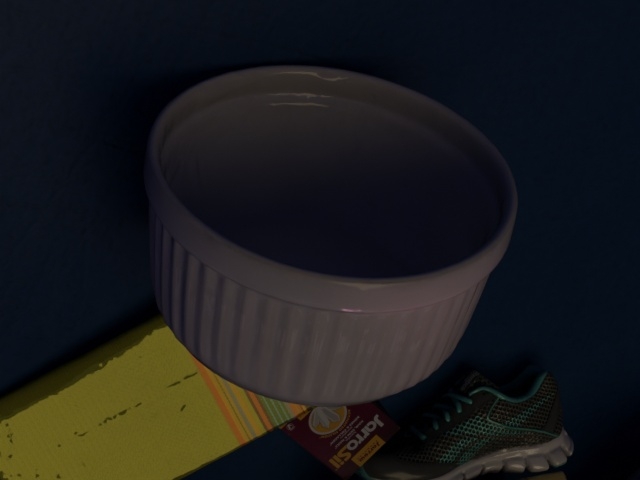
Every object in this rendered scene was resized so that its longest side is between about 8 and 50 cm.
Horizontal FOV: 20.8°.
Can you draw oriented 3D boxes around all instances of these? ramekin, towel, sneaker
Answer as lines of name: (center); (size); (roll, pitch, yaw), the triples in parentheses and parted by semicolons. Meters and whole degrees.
ramekin: (0.000, 0.000, 0.986); (0.207, 0.207, 0.109); (-7, 131, -23)
towel: (-0.100, 0.098, 1.082); (0.237, 0.021, 0.102); (-28, 104, -3)
sneaker: (0.096, 0.126, 1.206); (0.167, 0.065, 0.076); (-10, 105, -24)

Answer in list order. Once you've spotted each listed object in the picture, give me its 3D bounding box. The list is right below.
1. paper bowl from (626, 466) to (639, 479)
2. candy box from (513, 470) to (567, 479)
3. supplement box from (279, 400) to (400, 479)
paper bowl: (0.310, 0.289, 1.287); (0.284, 0.284, 0.148); (22, 145, -35)
candy box: (0.120, 0.327, 1.158); (0.183, 0.316, 0.087); (-7, 160, -29)
supplement box: (0.003, 0.112, 1.150); (0.055, 0.043, 0.083); (-46, 128, 2)
